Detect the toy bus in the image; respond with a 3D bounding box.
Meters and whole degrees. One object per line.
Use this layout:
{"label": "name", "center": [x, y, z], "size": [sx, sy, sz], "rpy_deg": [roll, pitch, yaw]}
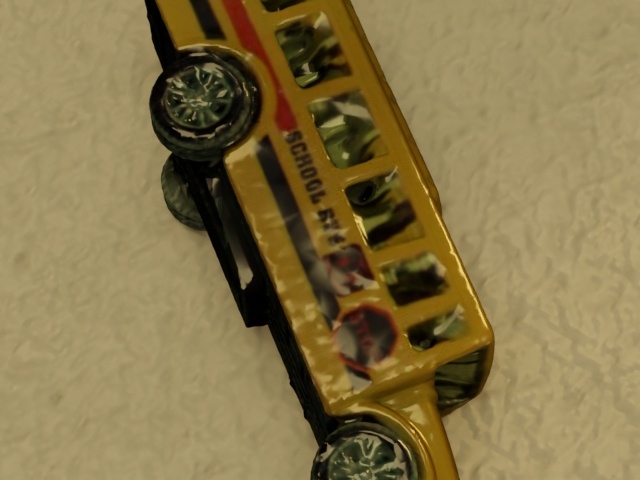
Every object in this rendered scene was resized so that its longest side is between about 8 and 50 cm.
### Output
{"label": "toy bus", "center": [0.000, 0.000, 0.940], "size": [0.123, 0.121, 0.336], "rpy_deg": [-20, 70, -9]}
